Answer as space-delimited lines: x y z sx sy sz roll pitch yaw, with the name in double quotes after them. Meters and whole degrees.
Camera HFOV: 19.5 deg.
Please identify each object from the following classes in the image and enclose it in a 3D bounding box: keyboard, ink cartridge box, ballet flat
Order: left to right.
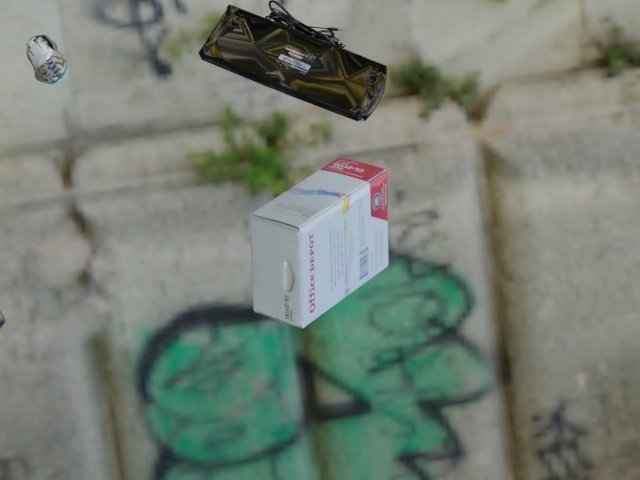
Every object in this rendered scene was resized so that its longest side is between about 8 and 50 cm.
-0.304 -0.201 2.038 0.114 0.041 0.041 -128 -151 -65 "ballet flat"
-0.020 -0.181 1.899 0.100 0.192 0.038 -59 164 -27 "keyboard"
0.000 0.000 2.085 0.175 0.072 0.127 -34 132 -46 "ink cartridge box"

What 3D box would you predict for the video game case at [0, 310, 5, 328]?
-0.463 -0.008 1.789 0.035 0.275 0.248 -47 -118 30 "video game case"
